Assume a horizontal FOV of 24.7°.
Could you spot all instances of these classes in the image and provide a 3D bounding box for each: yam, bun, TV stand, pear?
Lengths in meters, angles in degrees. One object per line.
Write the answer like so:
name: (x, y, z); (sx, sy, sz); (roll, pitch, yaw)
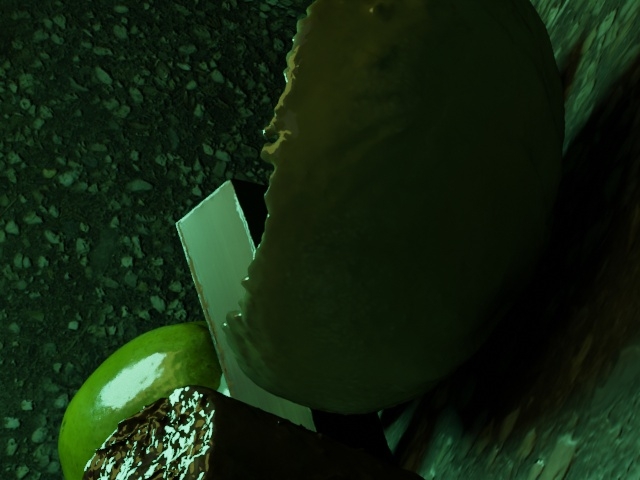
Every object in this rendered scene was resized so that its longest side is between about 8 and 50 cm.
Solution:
yam: (0.008, 0.158, 0.667); (0.128, 0.238, 0.129); (-45, 23, 48)
bun: (0.073, -0.042, 1.061); (0.364, 0.202, 0.364); (15, -90, -83)
TV stand: (-0.031, 0.084, 1.224); (0.082, 0.088, 0.270); (-37, 60, 32)
pear: (-0.158, 0.218, 1.664); (0.307, 0.253, 0.253); (-53, 10, 36)

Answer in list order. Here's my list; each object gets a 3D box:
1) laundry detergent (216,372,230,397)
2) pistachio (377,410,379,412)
laundry detergent: (0.009, 0.053, 1.464); (0.398, 0.124, 0.264); (-58, 10, -6)
pistachio: (0.043, 0.081, 1.304); (0.185, 0.108, 0.126); (-54, -14, 6)
